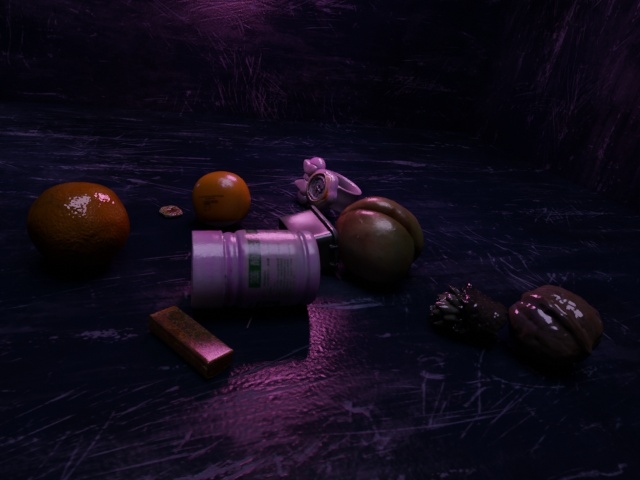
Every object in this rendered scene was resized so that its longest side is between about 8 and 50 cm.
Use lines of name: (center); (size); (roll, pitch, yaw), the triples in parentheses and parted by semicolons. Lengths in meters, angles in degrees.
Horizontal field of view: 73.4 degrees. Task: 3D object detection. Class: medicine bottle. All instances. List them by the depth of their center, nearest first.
medicine bottle: (-0.181, 0.075, 1.157); (0.324, 0.212, 0.212); (1, 29, -17)

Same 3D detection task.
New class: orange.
orange: (-0.672, -0.045, 1.213); (0.263, 0.265, 0.264); (7, 27, -4)

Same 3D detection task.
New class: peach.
peach: (0.183, -0.001, 1.389); (0.291, 0.248, 0.293); (-1, 47, 1)

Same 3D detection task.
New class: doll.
doll: (-0.348, -0.155, 1.569); (0.213, 0.214, 0.236); (14, 15, 9)

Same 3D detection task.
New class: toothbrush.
toothbrush: (-0.180, 0.203, 1.134); (0.008, 0.006, 0.097); (13, 28, 2)

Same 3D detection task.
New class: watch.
watch: (0.041, -0.213, 1.841); (0.217, 0.211, 0.248); (8, 29, -44)

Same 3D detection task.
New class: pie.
pie: (-0.554, -0.107, 1.592); (0.084, 0.020, 0.084); (8, 28, -4)

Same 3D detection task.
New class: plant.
plant: (0.408, 0.200, 1.193); (0.194, 0.132, 0.129); (21, 27, 12)

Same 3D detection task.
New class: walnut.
walnut: (0.616, 0.230, 1.137); (0.223, 0.225, 0.224); (7, 27, -4)

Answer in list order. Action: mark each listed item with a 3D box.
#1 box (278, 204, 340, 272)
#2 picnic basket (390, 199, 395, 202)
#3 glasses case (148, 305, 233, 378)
box: (-0.045, 0.003, 1.408); (0.134, 0.164, 0.243); (-12, 34, -20)
picnic basket: (0.279, -0.080, 1.683); (0.137, 0.128, 0.179); (9, 37, -5)
glasses case: (-0.304, 0.231, 0.995); (0.218, 0.049, 0.075); (27, 26, 30)
